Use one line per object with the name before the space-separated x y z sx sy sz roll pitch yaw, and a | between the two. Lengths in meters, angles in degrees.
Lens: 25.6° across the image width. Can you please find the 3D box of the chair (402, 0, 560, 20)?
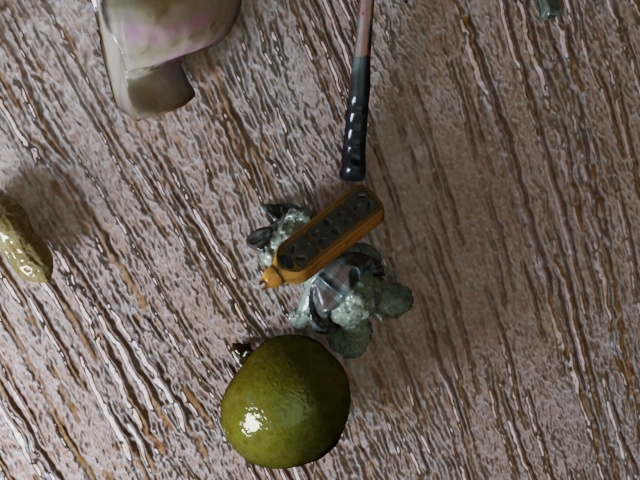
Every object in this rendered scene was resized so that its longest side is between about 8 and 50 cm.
chair | 0.187 -0.413 1.540 0.203 0.190 0.275 3 58 -14

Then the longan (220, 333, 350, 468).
longan | -0.048 0.182 1.633 0.154 0.176 0.145 -37 150 -22

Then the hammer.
hammer | 0.047 -0.205 1.601 0.033 0.111 0.288 1 109 -10

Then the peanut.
peanut | -0.337 0.001 1.568 0.054 0.054 0.113 -35 103 -5

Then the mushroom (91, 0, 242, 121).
mushroom | -0.157 -0.257 1.503 0.173 0.162 0.236 -15 105 -8

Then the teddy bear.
teddy bear | 0.011 0.048 1.627 0.213 0.111 0.133 43 85 -18

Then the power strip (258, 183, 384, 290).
power strip | 0.000 0.000 1.580 0.178 0.028 0.049 -38 72 -17
